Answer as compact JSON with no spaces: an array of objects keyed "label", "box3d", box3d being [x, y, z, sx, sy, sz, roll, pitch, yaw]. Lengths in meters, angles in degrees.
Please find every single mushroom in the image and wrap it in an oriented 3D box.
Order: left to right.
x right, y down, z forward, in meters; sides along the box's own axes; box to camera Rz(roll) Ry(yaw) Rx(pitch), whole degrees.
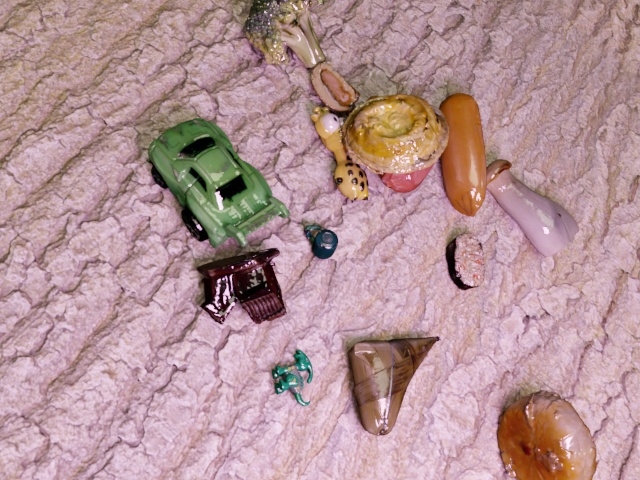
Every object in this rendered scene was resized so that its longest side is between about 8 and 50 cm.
[{"label":"mushroom","box3d":[0.590,-0.096,1.666,0.328,0.122,0.159,45,31,1]}]

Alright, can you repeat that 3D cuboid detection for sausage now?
[{"label":"sausage","box3d":[0.245,-0.232,1.589,0.148,0.148,0.254,36,62,-2]},{"label":"sausage","box3d":[0.396,-0.238,1.635,0.116,0.134,0.354,14,65,-37]}]

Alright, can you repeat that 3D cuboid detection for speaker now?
[{"label":"speaker","box3d":[0.003,-0.004,1.482,0.060,0.075,0.094,-24,71,-21]}]

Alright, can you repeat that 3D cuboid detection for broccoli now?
[{"label":"broccoli","box3d":[-0.071,-0.576,1.582,0.243,0.247,0.263,47,20,-31]}]

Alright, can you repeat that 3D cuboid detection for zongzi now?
[{"label":"zongzi","box3d":[0.194,0.343,1.402,0.242,0.112,0.221,-2,72,-17]}]

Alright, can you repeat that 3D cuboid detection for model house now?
[{"label":"model house","box3d":[-0.183,0.118,1.381,0.203,0.141,0.164,-12,96,1]}]

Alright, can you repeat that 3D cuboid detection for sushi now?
[{"label":"sushi","box3d":[0.388,0.056,1.567,0.090,0.078,0.150,4,73,-14]}]

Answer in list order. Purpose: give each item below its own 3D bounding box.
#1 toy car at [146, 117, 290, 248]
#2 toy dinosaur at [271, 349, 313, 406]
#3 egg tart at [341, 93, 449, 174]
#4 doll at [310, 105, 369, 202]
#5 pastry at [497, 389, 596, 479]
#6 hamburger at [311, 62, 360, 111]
[{"label":"toy car","box3d":[-0.248,-0.139,1.401,0.213,0.176,0.358,-34,83,-23]},{"label":"toy dinosaur","box3d":[-0.057,0.324,1.371,0.096,0.059,0.132,-9,67,-24]},{"label":"egg tart","box3d":[0.191,-0.286,1.491,0.279,0.095,0.279,-2,55,3]},{"label":"doll","box3d":[0.056,-0.234,1.567,0.117,0.086,0.291,-5,71,-49]},{"label":"pastry","box3d":[0.527,0.488,1.382,0.121,0.236,0.257,-3,73,-26]},{"label":"hamburger","box3d":[0.050,-0.404,1.623,0.087,0.102,0.176,-48,67,9]}]
